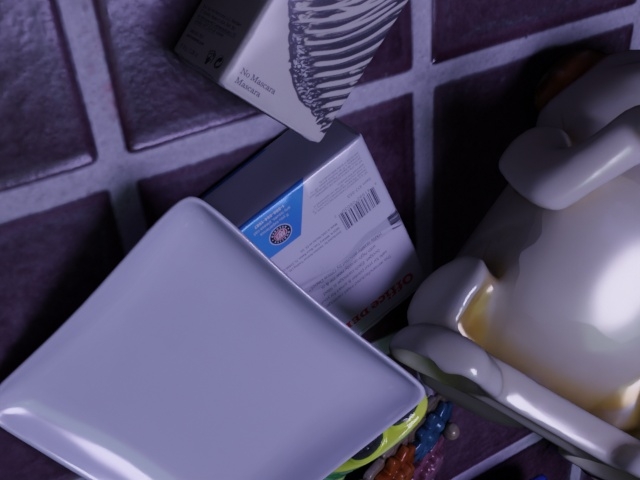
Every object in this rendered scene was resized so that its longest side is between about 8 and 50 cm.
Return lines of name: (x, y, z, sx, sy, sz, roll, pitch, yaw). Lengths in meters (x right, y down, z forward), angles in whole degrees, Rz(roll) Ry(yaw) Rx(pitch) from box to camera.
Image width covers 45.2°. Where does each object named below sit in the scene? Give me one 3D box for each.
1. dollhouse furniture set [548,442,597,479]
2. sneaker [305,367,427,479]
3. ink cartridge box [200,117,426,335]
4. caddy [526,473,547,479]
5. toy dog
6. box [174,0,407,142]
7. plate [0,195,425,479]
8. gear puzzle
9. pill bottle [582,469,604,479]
dollhouse furniture set: (0.430, 0.300, 1.189, 0.081, 0.091, 0.114, 17, 102, -55)
sneaker: (-0.013, 0.211, 0.794, 0.295, 0.110, 0.123, -37, 157, 22)
ink cartridge box: (0.000, 0.000, 0.716, 0.139, 0.082, 0.191, -38, 132, -10)
caddy: (0.224, 0.479, 1.084, 0.341, 0.179, 0.241, -43, 153, -7)
toy dog: (0.279, 0.002, 0.756, 0.408, 0.284, 0.395, -60, 174, -9)
box: (0.013, -0.225, 0.589, 0.113, 0.094, 0.275, 25, 101, -41)
plate: (-0.098, 0.130, 0.672, 0.277, 0.045, 0.278, 41, 107, -21)
gear puzzle: (0.054, 0.322, 0.876, 0.339, 0.044, 0.176, -39, 147, -33)
pill bottle: (0.366, 0.222, 1.052, 0.123, 0.123, 0.219, -42, 118, -7)
